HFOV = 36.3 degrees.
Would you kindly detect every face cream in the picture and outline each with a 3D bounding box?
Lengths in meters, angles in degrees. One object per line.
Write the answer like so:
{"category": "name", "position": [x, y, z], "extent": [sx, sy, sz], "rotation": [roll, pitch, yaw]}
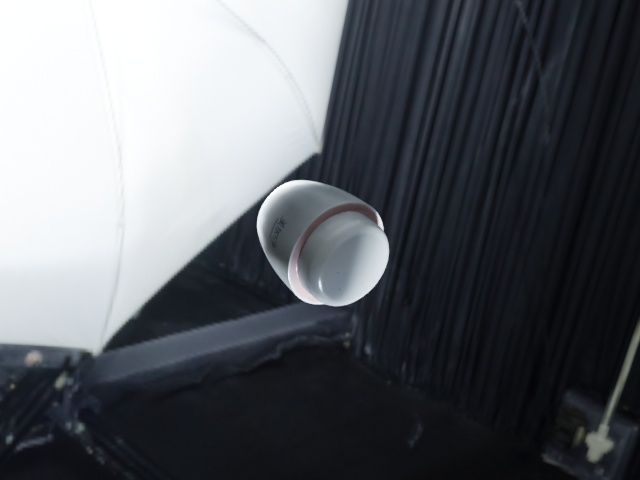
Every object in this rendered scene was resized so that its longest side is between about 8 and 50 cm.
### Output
{"category": "face cream", "position": [0.000, 0.000, 0.778], "extent": [0.091, 0.091, 0.095], "rotation": [-5, -150, -37]}
